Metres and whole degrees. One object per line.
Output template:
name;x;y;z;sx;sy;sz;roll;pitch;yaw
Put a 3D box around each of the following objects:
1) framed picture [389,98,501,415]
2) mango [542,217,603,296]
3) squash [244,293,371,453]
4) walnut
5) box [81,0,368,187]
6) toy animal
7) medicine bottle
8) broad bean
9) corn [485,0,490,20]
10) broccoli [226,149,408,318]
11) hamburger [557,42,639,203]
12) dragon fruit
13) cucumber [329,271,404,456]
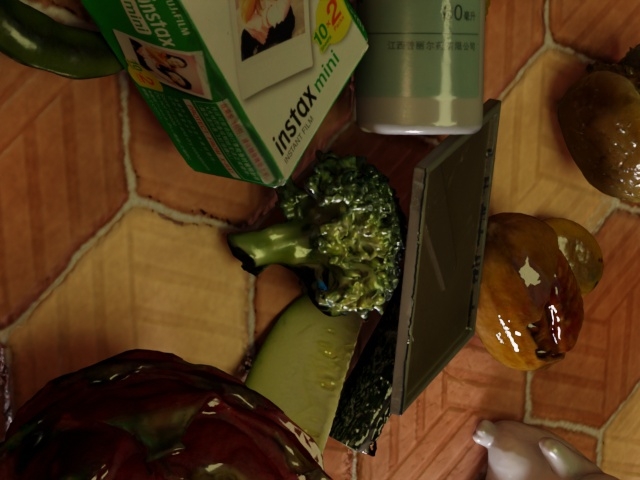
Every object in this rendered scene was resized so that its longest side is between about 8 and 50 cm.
framed picture;0.114;0.015;1.700;0.184;0.016;0.250;-42;141;-54
mango;0.250;0.018;1.936;0.114;0.057;0.079;35;87;-39
squash;-0.026;0.145;1.681;0.169;0.093;0.252;-85;-165;-82
walnut;0.201;0.058;1.865;0.116;0.116;0.207;-40;130;-24
box;-0.071;-0.179;1.462;0.180;0.103;0.250;-59;139;-26
toy animal;0.259;0.278;1.921;0.138;0.282;0.140;10;100;-31
medicine bottle;0.085;-0.266;1.573;0.110;0.110;0.352;-5;97;-44
broad bean;-0.210;-0.162;1.402;0.227;0.039;0.069;11;85;-49
corn;0.112;-0.216;1.669;0.080;0.080;0.231;7;102;-46
broccoli;0.000;0.000;1.640;0.160;0.167;0.154;-15;88;-9
hamburger;0.327;-0.107;1.865;0.131;0.185;0.159;-29;143;-37
dragon fruit;-0.131;0.243;1.477;0.329;0.329;0.329;-21;123;-37
cucumber;0.082;0.089;1.797;0.067;0.067;0.245;36;80;-47
